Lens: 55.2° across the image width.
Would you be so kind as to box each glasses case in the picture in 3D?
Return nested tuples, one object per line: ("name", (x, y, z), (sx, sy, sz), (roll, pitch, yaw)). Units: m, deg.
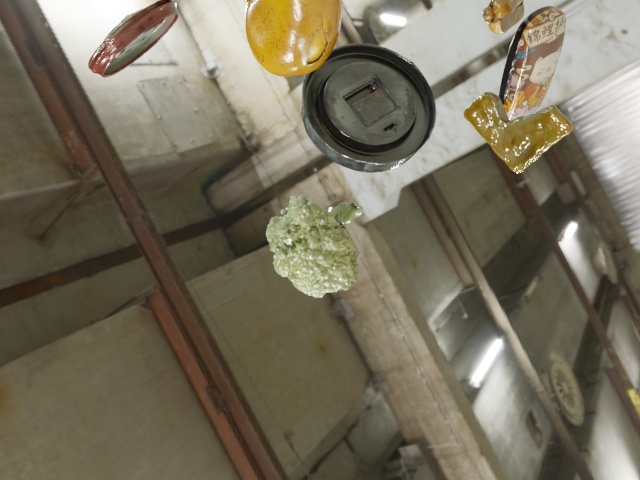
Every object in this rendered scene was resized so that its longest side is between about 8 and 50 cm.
("glasses case", (0.506, -0.412, 1.479), (0.082, 0.122, 0.321), (56, 163, 33))

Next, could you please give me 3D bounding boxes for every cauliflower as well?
("cauliflower", (-0.020, 0.006, 1.660), (0.281, 0.260, 0.327), (-82, -3, -56))

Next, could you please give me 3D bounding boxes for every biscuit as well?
("biscuit", (0.389, -0.239, 1.228), (0.039, 0.174, 0.183), (-38, -100, -31))

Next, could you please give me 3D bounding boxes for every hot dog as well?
("hot dog", (0.456, -0.574, 1.503), (0.072, 0.109, 0.269), (23, -144, 21))

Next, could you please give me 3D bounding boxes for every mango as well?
("mango", (-0.045, -0.448, 1.195), (0.159, 0.290, 0.191), (-21, -122, -34))

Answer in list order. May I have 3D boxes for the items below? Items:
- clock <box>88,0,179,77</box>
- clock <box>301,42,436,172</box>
("clock", (-0.547, -0.597, 1.780), (0.080, 0.318, 0.318), (49, -145, -15))
("clock", (0.106, -0.300, 1.381), (0.312, 0.061, 0.313), (3, -110, -10))
